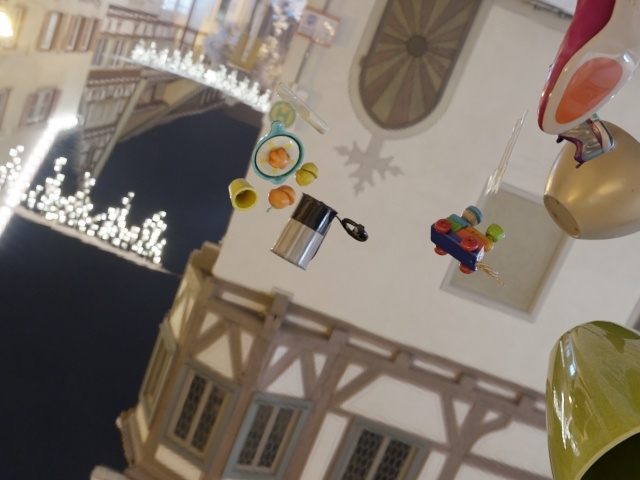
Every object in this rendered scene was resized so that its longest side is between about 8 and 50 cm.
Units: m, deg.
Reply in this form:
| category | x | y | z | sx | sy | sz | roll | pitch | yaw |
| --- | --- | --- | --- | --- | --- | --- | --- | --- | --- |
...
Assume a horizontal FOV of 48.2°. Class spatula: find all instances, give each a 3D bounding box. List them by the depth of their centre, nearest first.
| category | x | y | z | sx | sy | sz | roll | pitch | yaw |
| --- | --- | --- | --- | --- | --- | --- | --- | --- | --- |
| spatula | 0.510 | -0.236 | 1.970 | 0.019 | 0.242 | 0.168 | 21 | -179 | 6 |

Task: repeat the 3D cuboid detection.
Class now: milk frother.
| category | x | y | z | sx | sy | sz | roll | pitch | yaw |
| --- | --- | --- | --- | --- | --- | --- | --- | --- | --- |
| milk frother | 0.000 | 0.000 | 1.404 | 0.143 | 0.134 | 0.129 | 29 | 180 | 41 |

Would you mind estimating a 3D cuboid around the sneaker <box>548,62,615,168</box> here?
| category | x | y | z | sx | sy | sz | roll | pitch | yaw |
| --- | --- | --- | --- | --- | --- | --- | --- | --- | --- |
| sneaker | 0.511 | -0.262 | 1.480 | 0.083 | 0.098 | 0.223 | 9 | -128 | -59 |

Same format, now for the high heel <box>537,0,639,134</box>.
| category | x | y | z | sx | sy | sz | roll | pitch | yaw |
| --- | --- | --- | --- | --- | --- | --- | --- | --- | --- |
| high heel | 0.437 | -0.358 | 1.135 | 0.127 | 0.377 | 0.181 | 18 | -154 | -28 |

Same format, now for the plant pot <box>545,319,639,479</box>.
| category | x | y | z | sx | sy | sz | roll | pitch | yaw |
| --- | --- | --- | --- | --- | --- | --- | --- | --- | --- |
| plant pot | 0.414 | 0.239 | 0.947 | 0.275 | 0.275 | 0.293 | 19 | -155 | -9 |

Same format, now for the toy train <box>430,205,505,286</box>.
| category | x | y | z | sx | sy | sz | roll | pitch | yaw |
| --- | --- | --- | --- | --- | --- | --- | --- | --- | --- |
| toy train | 0.405 | 0.012 | 1.775 | 0.143 | 0.105 | 0.248 | -34 | -128 | -23 |

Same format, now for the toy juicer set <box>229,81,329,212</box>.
| category | x | y | z | sx | sy | sz | roll | pitch | yaw |
| --- | --- | --- | --- | --- | --- | --- | --- | --- | --- |
| toy juicer set | -0.074 | -0.200 | 1.746 | 0.209 | 0.329 | 0.089 | 12 | -152 | -34 |

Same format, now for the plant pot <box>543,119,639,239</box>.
| category | x | y | z | sx | sy | sz | roll | pitch | yaw |
| --- | --- | --- | --- | --- | --- | --- | --- | --- | --- |
| plant pot | 0.636 | -0.109 | 1.661 | 0.284 | 0.191 | 0.284 | 53 | 178 | 3 |
